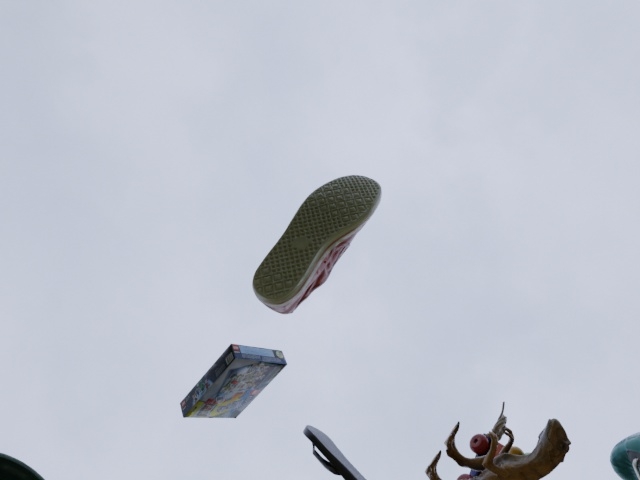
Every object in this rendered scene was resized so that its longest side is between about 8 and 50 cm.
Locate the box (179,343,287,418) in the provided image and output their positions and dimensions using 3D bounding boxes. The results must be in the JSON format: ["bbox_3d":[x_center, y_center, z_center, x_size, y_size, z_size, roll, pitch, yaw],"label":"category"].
[{"bbox_3d":[-0.213,0.350,1.165,0.159,0.044,0.233,21,-61,-43],"label":"box"}]

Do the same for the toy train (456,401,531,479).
[{"bbox_3d":[0.386,0.435,0.960,0.105,0.143,0.248,43,-120,-15],"label":"toy train"}]

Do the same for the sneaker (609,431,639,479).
[{"bbox_3d":[0.578,0.369,0.735,0.121,0.302,0.108,-16,-99,-29],"label":"sneaker"}]

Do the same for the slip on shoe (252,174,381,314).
[{"bbox_3d":[0.000,0.000,0.884,0.123,0.101,0.331,28,-116,22],"label":"slip on shoe"}]

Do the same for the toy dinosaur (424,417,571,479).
[{"bbox_3d":[0.160,0.253,0.473,0.112,0.064,0.211,35,-61,22],"label":"toy dinosaur"}]

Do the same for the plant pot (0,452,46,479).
[{"bbox_3d":[-0.518,0.457,0.625,0.293,0.293,0.196,43,-55,-4],"label":"plant pot"}]

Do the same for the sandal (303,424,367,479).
[{"bbox_3d":[0.035,0.591,1.261,0.254,0.097,0.054,39,-93,32],"label":"sandal"}]
